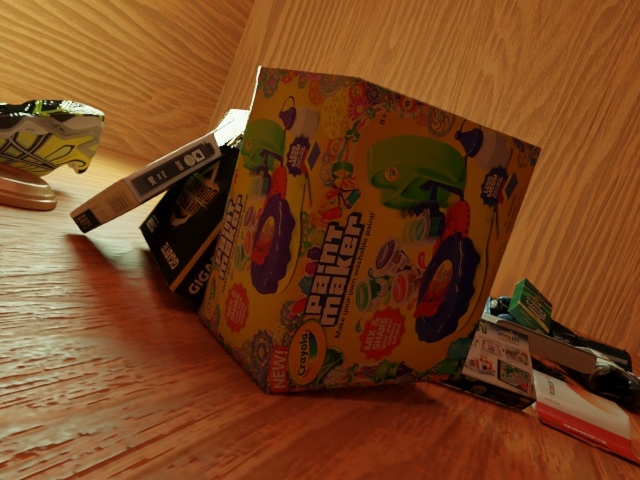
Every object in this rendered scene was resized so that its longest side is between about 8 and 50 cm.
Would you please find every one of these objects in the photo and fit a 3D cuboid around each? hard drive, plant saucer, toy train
[{"bbox_3d":[0.436,0.213,1.243,0.233,0.047,0.353,21,-1,-6],"label":"hard drive"},{"bbox_3d":[-0.526,-0.100,0.849,0.200,0.037,0.200,20,5,-2],"label":"plant saucer"},{"bbox_3d":[0.450,0.262,1.102,0.036,0.027,0.158,31,0,-25],"label":"toy train"},{"bbox_3d":[0.526,0.218,1.495,0.184,0.080,0.105,28,-34,-26],"label":"toy train"}]

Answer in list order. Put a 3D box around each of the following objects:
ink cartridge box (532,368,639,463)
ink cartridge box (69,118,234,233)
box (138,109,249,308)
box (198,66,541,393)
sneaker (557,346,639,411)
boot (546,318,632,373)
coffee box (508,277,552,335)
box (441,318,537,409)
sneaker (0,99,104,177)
[{"bbox_3d":[0.392,0.257,0.796,0.146,0.045,0.179,22,2,12],"label":"ink cartridge box"},{"bbox_3d":[-0.241,-0.093,0.785,0.206,0.208,0.045,-15,-69,47],"label":"ink cartridge box"},{"bbox_3d":[-0.139,-0.064,0.762,0.079,0.257,0.322,41,-4,-28],"label":"box"},{"bbox_3d":[0.051,-0.008,0.594,0.279,0.289,0.177,7,14,-36],"label":"box"},{"bbox_3d":[0.604,0.289,1.150,0.106,0.078,0.234,21,6,-35],"label":"sneaker"},{"bbox_3d":[0.698,0.292,1.420,0.207,0.094,0.246,20,8,9],"label":"boot"},{"bbox_3d":[0.573,0.183,1.433,0.113,0.040,0.184,47,32,6],"label":"coffee box"},{"bbox_3d":[0.208,0.158,0.768,0.207,0.036,0.114,21,44,-7],"label":"box"},{"bbox_3d":[-0.577,-0.176,0.971,0.145,0.147,0.385,27,25,31],"label":"sneaker"}]
